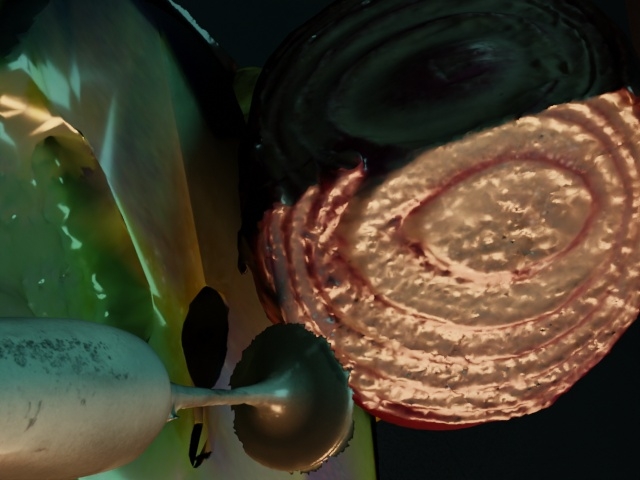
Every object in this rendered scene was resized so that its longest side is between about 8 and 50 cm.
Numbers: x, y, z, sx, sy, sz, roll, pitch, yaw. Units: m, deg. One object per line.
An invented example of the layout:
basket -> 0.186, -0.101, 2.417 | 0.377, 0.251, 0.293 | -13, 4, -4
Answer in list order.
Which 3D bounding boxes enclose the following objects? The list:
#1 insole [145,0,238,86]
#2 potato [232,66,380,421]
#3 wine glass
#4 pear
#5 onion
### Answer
insole -> -0.164, -0.182, 0.752 | 0.309, 0.110, 0.012 | 42, 69, -23
potato -> 0.000, 0.000, 1.050 | 0.173, 0.140, 0.300 | -59, 134, -45
wine glass -> -0.078, 0.063, 0.556 | 0.262, 0.074, 0.074 | 10, 71, -59
pear -> -0.130, 0.082, 0.716 | 0.399, 0.165, 0.398 | 40, 44, -53
onion -> 0.072, -0.024, 0.761 | 0.207, 0.216, 0.206 | -95, 170, -54
